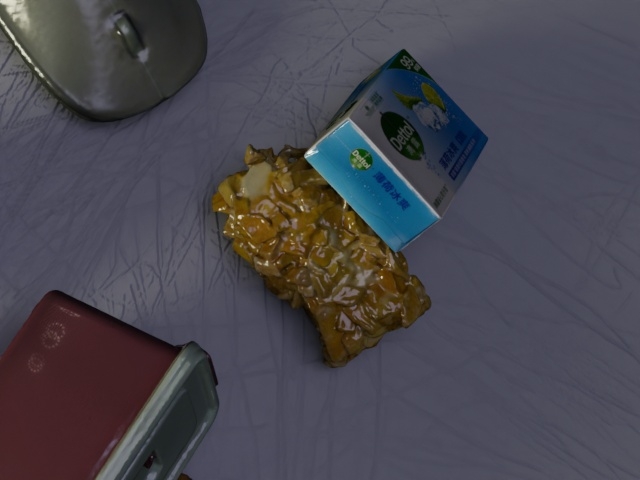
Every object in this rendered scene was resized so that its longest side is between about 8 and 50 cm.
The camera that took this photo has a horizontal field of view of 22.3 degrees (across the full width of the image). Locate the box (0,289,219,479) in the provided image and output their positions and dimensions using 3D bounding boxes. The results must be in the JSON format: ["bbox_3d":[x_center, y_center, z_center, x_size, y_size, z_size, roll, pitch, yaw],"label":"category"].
[{"bbox_3d":[-0.236,0.199,1.490,0.168,0.193,0.294,28,70,12],"label":"box"}]

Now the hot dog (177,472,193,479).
[{"bbox_3d":[-0.148,0.361,1.559,0.123,0.093,0.261,21,60,-6],"label":"hot dog"}]

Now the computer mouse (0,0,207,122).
[{"bbox_3d":[-0.248,-0.279,1.632,0.197,0.095,0.331,-35,93,-16],"label":"computer mouse"}]

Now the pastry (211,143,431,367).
[{"bbox_3d":[0.000,0.000,1.660,0.154,0.102,0.250,-37,97,-9],"label":"pastry"}]

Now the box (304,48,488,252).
[{"bbox_3d":[0.082,-0.096,1.671,0.139,0.073,0.194,46,34,-8],"label":"box"}]
